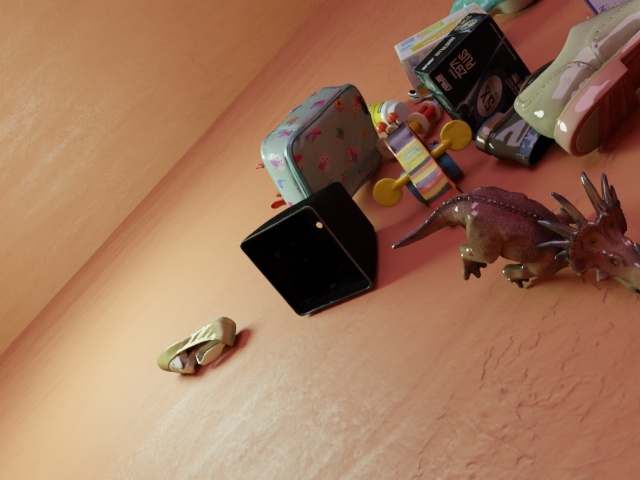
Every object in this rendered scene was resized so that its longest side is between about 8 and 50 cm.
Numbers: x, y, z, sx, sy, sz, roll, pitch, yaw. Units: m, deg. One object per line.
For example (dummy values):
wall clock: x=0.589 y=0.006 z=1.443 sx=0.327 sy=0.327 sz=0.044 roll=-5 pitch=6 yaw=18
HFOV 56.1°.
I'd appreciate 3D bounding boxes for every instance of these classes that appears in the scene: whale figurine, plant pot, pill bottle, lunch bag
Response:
whale figurine: x=0.405 y=-0.609 z=1.406 sx=0.272 sy=0.141 sz=0.216 roll=-4 pitch=49 yaw=56
plant pot: x=0.000 y=0.000 z=1.130 sx=0.187 sy=0.188 sz=0.167 roll=-27 pitch=19 yaw=37
pill bottle: x=0.159 y=-0.300 z=1.428 sx=0.065 sy=0.065 sz=0.116 roll=-54 pitch=27 yaw=-15
lunch bag: x=0.019 y=-0.186 z=1.276 sx=0.107 sy=0.224 sz=0.279 roll=3 pitch=42 yaw=44

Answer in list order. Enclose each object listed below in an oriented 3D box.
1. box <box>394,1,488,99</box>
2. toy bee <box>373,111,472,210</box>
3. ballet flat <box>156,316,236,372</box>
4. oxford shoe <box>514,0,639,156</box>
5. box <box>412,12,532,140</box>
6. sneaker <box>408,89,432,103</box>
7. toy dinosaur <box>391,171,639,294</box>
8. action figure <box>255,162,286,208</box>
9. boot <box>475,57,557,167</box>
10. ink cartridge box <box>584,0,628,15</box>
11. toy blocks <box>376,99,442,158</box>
box: x=0.281 y=-0.420 z=1.327 sx=0.203 sy=0.103 sz=0.114 roll=-26 pitch=30 yaw=14
toy bee: x=0.163 y=-0.145 z=1.091 sx=0.195 sy=0.162 sz=0.298 roll=-50 pitch=26 yaw=-3
ballet flat: x=-0.276 y=0.245 z=1.305 sx=0.232 sy=0.080 sz=0.073 roll=-36 pitch=42 yaw=25
oxford shoe: x=0.447 y=-0.311 z=0.867 sx=0.397 sy=0.140 sz=0.146 roll=-46 pitch=51 yaw=1
box: x=0.284 y=-0.292 z=1.091 sx=0.147 sy=0.180 sz=0.077 roll=-44 pitch=26 yaw=6
sneaker: x=0.243 y=-0.352 z=1.407 sx=0.083 sy=0.037 sz=0.032 roll=-23 pitch=32 yaw=37
toy dinosaur: x=0.240 y=-0.017 z=0.723 sx=0.200 sy=0.295 sz=0.127 roll=57 pitch=-136 yaw=-78
action figure: x=-0.105 y=-0.145 z=1.576 sx=0.139 sy=0.091 sz=0.280 roll=-22 pitch=34 yaw=25
boot: x=0.370 y=-0.208 z=0.991 sx=0.219 sy=0.082 sz=0.106 roll=-46 pitch=45 yaw=-1
ink cartridge box: x=0.519 y=-0.493 z=1.001 sx=0.224 sy=0.223 sz=0.045 roll=-35 pitch=-10 yaw=19
toy blocks: x=0.202 y=-0.251 z=1.306 sx=0.148 sy=0.054 sz=0.123 roll=-46 pitch=11 yaw=-31
